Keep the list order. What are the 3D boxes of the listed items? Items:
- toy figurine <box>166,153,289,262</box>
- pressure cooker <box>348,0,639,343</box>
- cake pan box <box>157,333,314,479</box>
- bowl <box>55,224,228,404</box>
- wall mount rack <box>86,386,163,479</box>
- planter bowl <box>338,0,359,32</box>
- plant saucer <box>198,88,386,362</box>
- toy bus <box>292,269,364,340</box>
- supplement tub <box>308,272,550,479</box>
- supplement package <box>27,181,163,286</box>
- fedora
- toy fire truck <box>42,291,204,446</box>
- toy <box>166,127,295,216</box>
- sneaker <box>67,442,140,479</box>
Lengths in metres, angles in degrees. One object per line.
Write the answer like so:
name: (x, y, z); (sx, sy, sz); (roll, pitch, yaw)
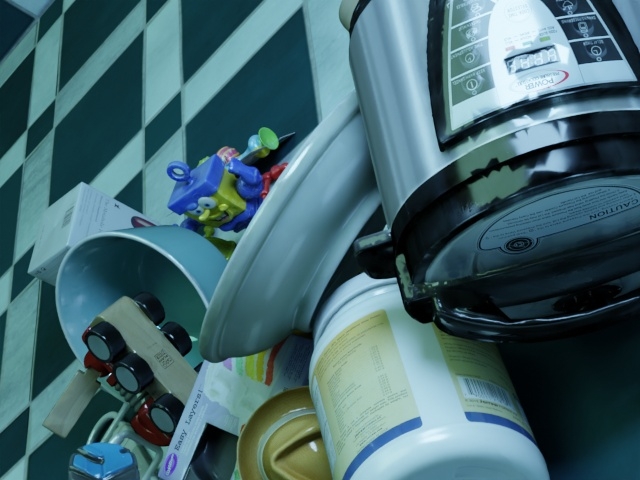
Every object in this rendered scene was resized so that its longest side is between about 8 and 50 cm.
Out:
toy figurine: (-0.173, -0.076, 2.228); (0.362, 0.217, 0.191); (-27, 43, 42)
pressure cooker: (0.241, -0.098, 1.458); (0.370, 0.375, 0.420); (-42, 50, 47)
cake pan box: (-0.097, 0.247, 1.851); (0.245, 0.070, 0.267); (13, 79, 57)
bowl: (-0.247, 0.100, 2.155); (0.311, 0.311, 0.163); (-33, 4, 38)
wall mount rack: (-0.393, 0.404, 2.224); (0.304, 0.130, 0.350); (-58, 29, 4)
planter bowl: (0.123, -0.336, 2.095); (0.162, 0.162, 0.109); (-42, 61, 28)
plant saucer: (0.000, 0.000, 1.691); (0.400, 0.100, 0.400); (-56, -10, -15)
toy bus: (-0.021, 0.082, 1.974); (0.332, 0.108, 0.130); (2, 68, 56)
supplement tub: (0.111, 0.198, 1.554); (0.228, 0.228, 0.316); (-46, 32, 22)
supplement package: (-0.362, 0.029, 2.389); (0.134, 0.244, 0.139); (-30, 42, 42)
fedora: (-0.006, 0.270, 1.699); (0.194, 0.194, 0.079); (-64, 3, -8)
toy fire truck: (-0.295, 0.231, 2.068); (0.158, 0.217, 0.246); (-40, -3, -40)
toy: (-0.166, -0.131, 2.361); (0.237, 0.056, 0.137); (-29, 1, 38)
sneaker: (-0.277, 0.426, 1.792); (0.341, 0.125, 0.140); (-97, 10, -53)
